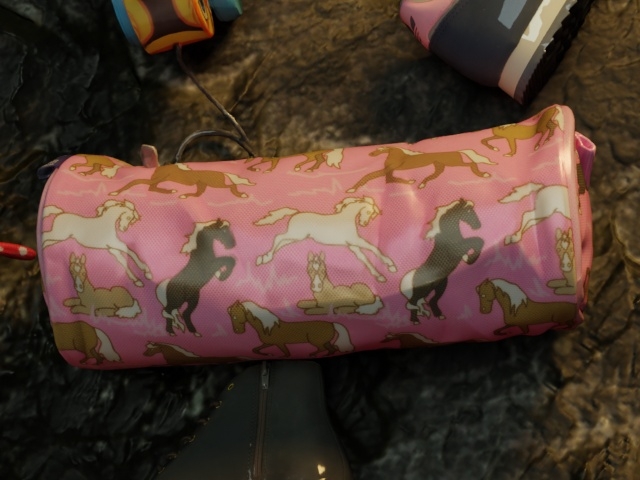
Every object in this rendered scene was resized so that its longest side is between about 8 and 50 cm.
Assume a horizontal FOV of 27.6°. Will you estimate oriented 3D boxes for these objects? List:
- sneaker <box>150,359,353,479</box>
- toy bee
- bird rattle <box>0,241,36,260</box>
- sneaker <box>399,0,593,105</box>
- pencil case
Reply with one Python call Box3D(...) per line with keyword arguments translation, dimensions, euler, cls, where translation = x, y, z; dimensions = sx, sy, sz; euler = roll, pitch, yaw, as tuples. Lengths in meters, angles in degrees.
Box3D(translation=(-0.086, 0.168, 0.927), dimensions=(0.222, 0.083, 0.118), euler=(-17, 56, 8), cls="sneaker")
Box3D(translation=(-0.109, -0.208, 0.991), dimensions=(0.195, 0.162, 0.298), euler=(-35, 71, -3), cls="toy bee")
Box3D(translation=(-0.347, 0.045, 0.953), dimensions=(0.207, 0.143, 0.253), euler=(-19, 35, 29), cls="bird rattle")
Box3D(translation=(0.175, -0.266, 0.980), dimensions=(0.131, 0.112, 0.319), euler=(27, 79, 14), cls="sneaker")
Box3D(translation=(0.000, 0.000, 0.909), dimensions=(0.386, 0.160, 0.167), euler=(-4, 80, 10), cls="pencil case")
